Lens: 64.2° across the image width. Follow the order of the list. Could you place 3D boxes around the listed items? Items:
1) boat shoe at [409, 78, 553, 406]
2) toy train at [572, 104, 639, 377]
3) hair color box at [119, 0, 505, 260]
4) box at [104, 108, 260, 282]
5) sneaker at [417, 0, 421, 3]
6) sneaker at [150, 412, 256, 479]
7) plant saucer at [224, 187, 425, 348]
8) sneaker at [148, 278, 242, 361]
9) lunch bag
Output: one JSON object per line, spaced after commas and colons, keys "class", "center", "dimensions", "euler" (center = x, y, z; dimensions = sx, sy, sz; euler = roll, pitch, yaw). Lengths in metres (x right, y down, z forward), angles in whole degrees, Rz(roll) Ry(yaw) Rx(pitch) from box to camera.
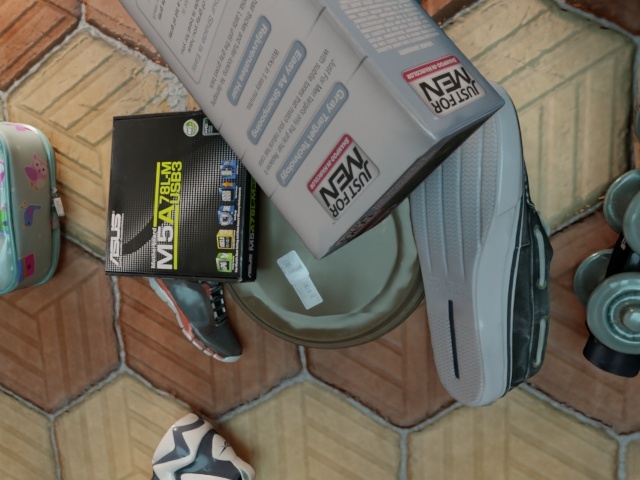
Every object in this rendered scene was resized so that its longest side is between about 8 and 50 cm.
{"class": "boat shoe", "center": [0.176, 0.004, 0.535], "dimensions": [0.119, 0.121, 0.335], "euler": [-13, 109, -28]}
{"class": "toy train", "center": [0.366, -0.010, 0.459], "dimensions": [0.190, 0.142, 0.334], "euler": [18, 107, 16]}
{"class": "hair color box", "center": [-0.039, -0.189, 0.465], "dimensions": [0.374, 0.113, 0.185], "euler": [53, 141, 8]}
{"class": "box", "center": [-0.157, -0.050, 0.581], "dimensions": [0.184, 0.045, 0.191], "euler": [2, 88, 18]}
{"class": "sneaker", "center": [0.001, -0.285, 0.529], "dimensions": [0.228, 0.092, 0.087], "euler": [41, 146, 18]}
{"class": "sneaker", "center": [-0.161, 0.358, 0.654], "dimensions": [0.153, 0.094, 0.235], "euler": [28, 93, 13]}
{"class": "plant saucer", "center": [0.000, 0.000, 0.596], "dimensions": [0.277, 0.041, 0.278], "euler": [2, 100, 9]}
{"class": "sneaker", "center": [-0.142, 0.078, 0.625], "dimensions": [0.065, 0.061, 0.158], "euler": [-41, 91, 7]}
{"class": "lunch bag", "center": [-0.463, -0.047, 0.635], "dimensions": [0.279, 0.108, 0.224], "euler": [2, 94, 8]}
